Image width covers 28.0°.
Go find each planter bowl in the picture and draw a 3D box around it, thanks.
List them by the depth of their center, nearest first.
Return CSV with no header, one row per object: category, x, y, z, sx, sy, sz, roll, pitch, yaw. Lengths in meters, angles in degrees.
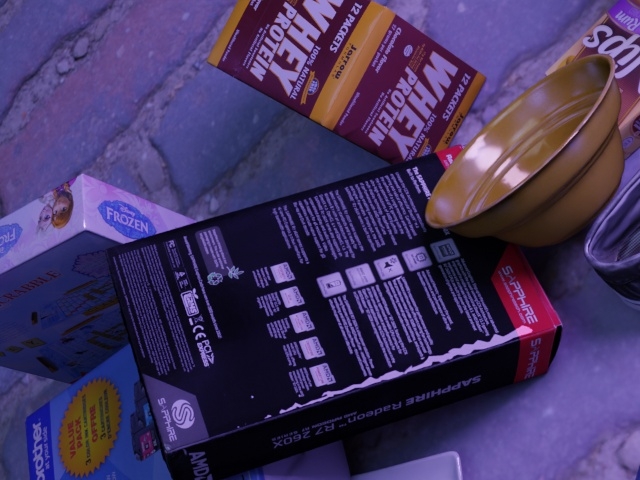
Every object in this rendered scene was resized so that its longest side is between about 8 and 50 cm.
planter bowl,0.203,-0.060,1.143,0.217,0.090,0.217,-43,13,13

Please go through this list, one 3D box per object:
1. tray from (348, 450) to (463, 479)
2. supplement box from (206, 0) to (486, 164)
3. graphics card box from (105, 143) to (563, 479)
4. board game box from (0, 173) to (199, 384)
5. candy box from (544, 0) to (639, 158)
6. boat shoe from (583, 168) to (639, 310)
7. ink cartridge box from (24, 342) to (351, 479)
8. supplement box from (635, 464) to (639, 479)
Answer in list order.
tray,0.090,0.344,1.201,0.145,0.030,0.270,-20,62,32
supplement box,0.028,-0.178,1.334,0.194,0.191,0.129,33,96,41
graphics card box,0.006,0.066,1.200,0.371,0.094,0.233,-17,57,-10
board game box,-0.246,0.061,1.389,0.319,0.318,0.066,-24,60,30
candy box,0.313,-0.179,1.193,0.186,0.053,0.109,-46,52,20
boat shoe,0.362,-0.067,1.066,0.335,0.119,0.121,-49,50,15
ink cartridge box,-0.168,0.258,1.351,0.395,0.151,0.270,-37,49,29
supplement box,0.309,0.203,1.035,0.083,0.083,0.056,14,83,41
